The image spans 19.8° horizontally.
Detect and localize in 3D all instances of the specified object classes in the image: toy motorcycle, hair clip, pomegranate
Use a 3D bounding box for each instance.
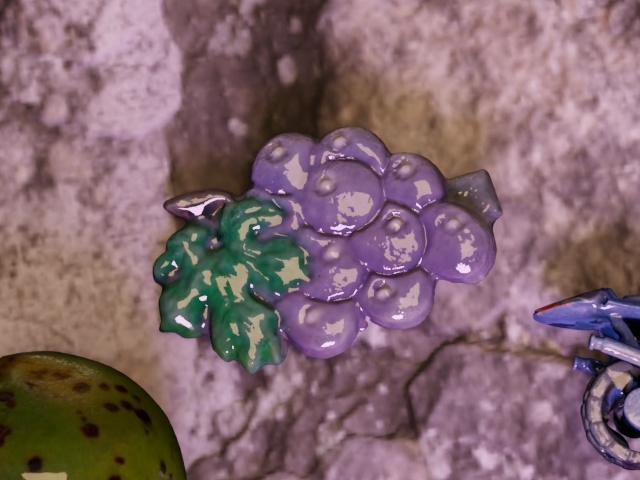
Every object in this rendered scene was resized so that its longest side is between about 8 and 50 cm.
[{"bbox_3d":[0.226,0.047,0.994,0.205,0.076,0.114,-19,74,-8],"label":"toy motorcycle"},{"bbox_3d":[0.000,0.001,0.990,0.195,0.052,0.124,-19,74,-2],"label":"hair clip"},{"bbox_3d":[-0.129,0.135,0.905,0.143,0.122,0.169,-20,79,-37],"label":"pomegranate"}]
